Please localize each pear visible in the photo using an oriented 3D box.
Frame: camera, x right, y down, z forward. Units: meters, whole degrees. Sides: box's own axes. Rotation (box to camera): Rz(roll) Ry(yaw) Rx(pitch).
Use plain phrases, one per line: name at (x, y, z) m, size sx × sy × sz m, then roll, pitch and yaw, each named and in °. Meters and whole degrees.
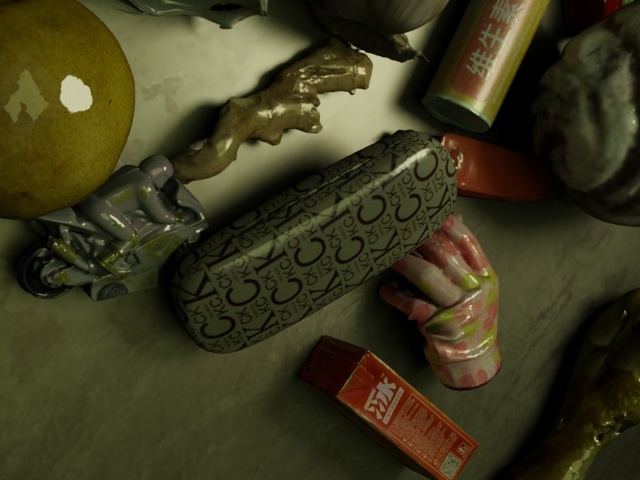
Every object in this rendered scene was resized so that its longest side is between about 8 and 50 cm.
pear at (-0.270, -0.118, 0.870) m, size 0.209 × 0.209 × 0.208 m, roll -4°, pitch 98°, yaw -30°

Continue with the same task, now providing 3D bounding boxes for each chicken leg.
chicken leg at (0.392, 0.227, 1.338) m, size 0.153 × 0.201 × 0.429 m, roll 41°, pitch 80°, yaw 2°

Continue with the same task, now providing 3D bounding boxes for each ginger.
ginger at (-0.053, -0.138, 1.077) m, size 0.288 × 0.075 × 0.089 m, roll -38°, pitch 114°, yaw -25°

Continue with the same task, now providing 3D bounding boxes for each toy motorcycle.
toy motorcycle at (-0.197, -0.016, 0.991) m, size 0.225 × 0.073 × 0.152 m, roll -5°, pitch 118°, yaw -36°

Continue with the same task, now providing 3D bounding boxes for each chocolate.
chocolate at (0.379, -0.130, 1.183) m, size 0.213 × 0.303 × 0.303 m, roll -25°, pitch 108°, yaw -29°

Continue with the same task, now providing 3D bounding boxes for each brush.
brush at (0.222, -0.084, 1.255) m, size 0.323 × 0.051 × 0.070 m, roll 12°, pitch 83°, yaw -28°

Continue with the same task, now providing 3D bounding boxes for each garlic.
garlic at (0.100, -0.293, 1.092) m, size 0.257 × 0.207 × 0.207 m, roll -7°, pitch 99°, yaw -28°

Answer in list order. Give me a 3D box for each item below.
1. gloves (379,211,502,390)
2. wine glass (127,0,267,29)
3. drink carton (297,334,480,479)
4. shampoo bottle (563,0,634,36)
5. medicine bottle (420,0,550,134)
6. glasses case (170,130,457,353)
gloves at (0.157, 0.056, 1.193) m, size 0.145 × 0.126 × 0.241 m, roll -27°, pitch 115°, yaw -22°
wine glass at (-0.120, -0.326, 0.965) m, size 0.165 × 0.165 × 0.196 m, roll 11°, pitch 85°, yaw -31°
drink carton at (0.084, 0.209, 1.177) m, size 0.223 × 0.096 × 0.071 m, roll 43°, pitch 75°, yaw -27°
shampoo bottle at (0.474, -0.361, 1.348) m, size 0.314 × 0.076 × 0.118 m, roll -17°, pitch 112°, yaw -28°
medicine bottle at (0.259, -0.339, 1.212) m, size 0.108 × 0.108 × 0.426 m, roll 29°, pitch 82°, yaw -30°
glasses case at (0.000, 0.000, 1.066) m, size 0.355 × 0.085 × 0.137 m, roll -31°, pitch 132°, yaw -16°
